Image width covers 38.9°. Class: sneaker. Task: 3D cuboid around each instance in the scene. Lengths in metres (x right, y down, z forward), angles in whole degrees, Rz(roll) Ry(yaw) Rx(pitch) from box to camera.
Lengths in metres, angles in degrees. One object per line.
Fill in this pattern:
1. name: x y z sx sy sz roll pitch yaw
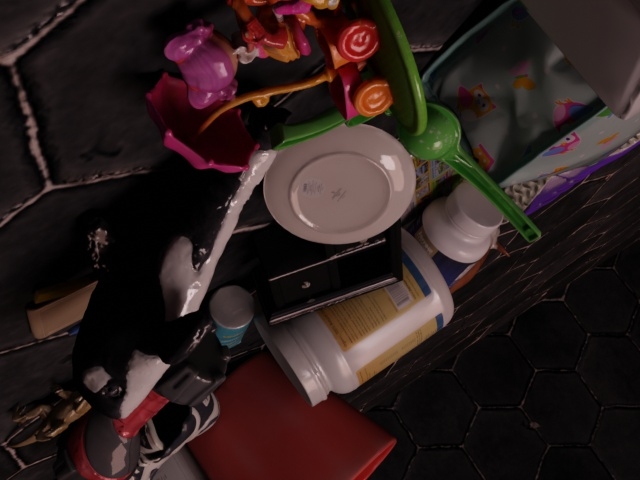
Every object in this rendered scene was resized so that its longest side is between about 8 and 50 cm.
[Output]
1. sneaker: 0.324 -0.117 1.242 0.293 0.102 0.146 -32 168 8
2. sneaker: -0.248 0.275 1.229 0.235 0.094 0.153 -33 162 -5

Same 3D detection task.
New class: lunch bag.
1. lunch bag: 0.258 -0.177 0.825 0.223 0.160 0.262 -16 161 -45

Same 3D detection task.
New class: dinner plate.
1. dinner plate: 0.018 -0.046 0.827 0.141 0.017 0.141 -2 130 -2

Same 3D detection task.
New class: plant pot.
1. plant pot: -0.060 0.321 1.390 0.275 0.243 0.275 -44 164 -16

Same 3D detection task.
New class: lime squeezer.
1. lime squeezer: 0.079 -0.083 0.748 0.310 0.110 0.059 17 125 -40

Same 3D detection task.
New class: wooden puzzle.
1. wooden puzzle: -0.225 0.059 0.810 0.078 0.014 0.116 -20 159 -28

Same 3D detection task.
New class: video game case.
1. video game case: 0.122 -0.080 1.065 0.206 0.026 0.227 -34 163 -2

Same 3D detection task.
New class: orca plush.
1. orca plush: -0.131 0.007 0.695 0.102 0.151 0.287 25 118 -28

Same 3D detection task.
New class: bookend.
1. bookend: 0.000 0.000 0.930 0.156 0.072 0.157 -18 148 -6

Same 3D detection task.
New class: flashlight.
1. flashlight: -0.210 0.203 1.063 0.103 0.103 0.304 26 133 -27

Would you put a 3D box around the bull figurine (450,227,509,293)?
1. bull figurine: 0.155 0.039 1.330 0.310 0.101 0.188 -35 162 -1

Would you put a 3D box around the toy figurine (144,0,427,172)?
1. toy figurine: -0.035 -0.110 0.565 0.159 0.130 0.173 -24 141 -3

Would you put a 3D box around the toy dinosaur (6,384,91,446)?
1. toy dinosaur: -0.292 0.197 0.998 0.183 0.053 0.092 -37 165 10

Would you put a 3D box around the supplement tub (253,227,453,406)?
1. supplement tub: 0.038 0.086 1.054 0.199 0.144 0.144 -33 164 -11

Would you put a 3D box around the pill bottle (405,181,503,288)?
1. pill bottle: 0.155 0.004 1.143 0.094 0.094 0.169 -20 157 -40

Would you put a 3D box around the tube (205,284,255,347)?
1. tube: -0.121 0.112 1.107 0.080 0.052 0.207 -19 164 -19

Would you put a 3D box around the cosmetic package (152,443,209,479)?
1. cosmetic package: -0.260 0.542 1.421 0.327 0.394 0.329 -33 163 -6

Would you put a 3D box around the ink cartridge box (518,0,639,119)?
1. ink cartridge box: 0.234 -0.238 0.524 0.278 0.201 0.117 -34 164 -3
